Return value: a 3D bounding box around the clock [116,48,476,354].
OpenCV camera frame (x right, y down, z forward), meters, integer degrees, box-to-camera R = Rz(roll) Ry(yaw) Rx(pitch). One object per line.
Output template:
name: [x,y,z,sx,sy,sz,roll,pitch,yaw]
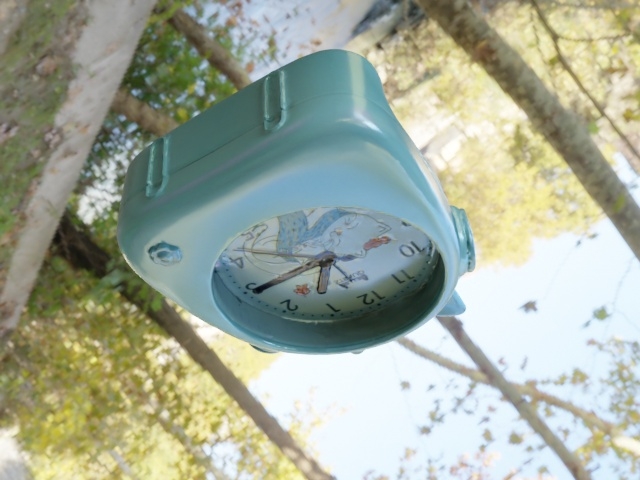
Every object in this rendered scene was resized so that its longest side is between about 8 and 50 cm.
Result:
clock: [0.000,0.000,0.639,0.223,0.274,0.094,-23,-133,23]
